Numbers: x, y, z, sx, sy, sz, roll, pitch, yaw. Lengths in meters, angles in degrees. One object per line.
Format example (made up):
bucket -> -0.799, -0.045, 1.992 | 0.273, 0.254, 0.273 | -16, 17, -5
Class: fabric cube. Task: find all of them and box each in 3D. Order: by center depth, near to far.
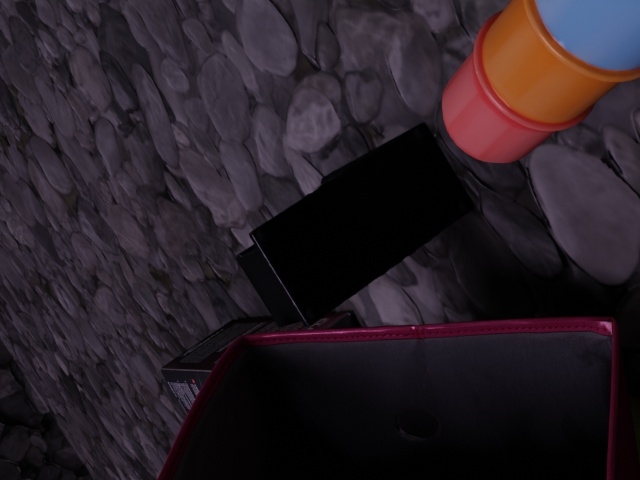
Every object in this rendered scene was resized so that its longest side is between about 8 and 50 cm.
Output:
fabric cube -> 0.059, 0.226, 0.616 | 0.259, 0.254, 0.258 | -4, 123, 20

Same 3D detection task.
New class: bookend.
bookend -> 0.000, 0.000, 0.748 | 0.072, 0.156, 0.157 | 58, 153, -4

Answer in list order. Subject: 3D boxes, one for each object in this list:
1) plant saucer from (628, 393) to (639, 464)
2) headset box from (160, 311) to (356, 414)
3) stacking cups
plant saucer -> 0.223, 0.191, 0.725 | 0.241, 0.037, 0.241 | 39, 147, 31
headset box -> -0.016, 0.192, 1.028 | 0.218, 0.110, 0.293 | 61, 152, -9
stacking cups -> 0.135, -0.124, 0.464 | 0.096, 0.096, 0.316 | 54, 153, 5
